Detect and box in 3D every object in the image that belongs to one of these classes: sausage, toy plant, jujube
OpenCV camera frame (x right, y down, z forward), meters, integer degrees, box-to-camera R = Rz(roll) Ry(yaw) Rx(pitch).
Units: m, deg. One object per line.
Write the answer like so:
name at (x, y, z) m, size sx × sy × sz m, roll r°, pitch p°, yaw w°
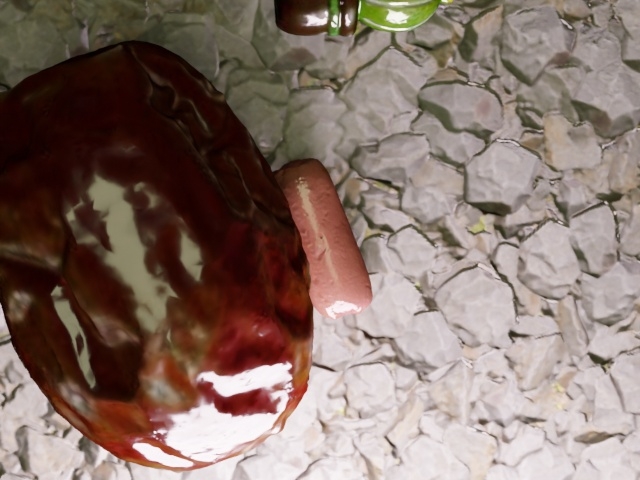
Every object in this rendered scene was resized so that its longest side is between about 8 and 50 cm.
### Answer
sausage at (0.000, 0.000, 1.664) m, size 0.062 × 0.062 × 0.154 m, roll -22°, pitch 102°, yaw 1°
toy plant at (0.039, -0.229, 1.603) m, size 0.162 × 0.093 × 0.092 m, roll -2°, pitch 102°, yaw -3°
jujube at (-0.149, 0.018, 1.561) m, size 0.276 × 0.276 × 0.376 m, roll -27°, pitch 99°, yaw 3°
